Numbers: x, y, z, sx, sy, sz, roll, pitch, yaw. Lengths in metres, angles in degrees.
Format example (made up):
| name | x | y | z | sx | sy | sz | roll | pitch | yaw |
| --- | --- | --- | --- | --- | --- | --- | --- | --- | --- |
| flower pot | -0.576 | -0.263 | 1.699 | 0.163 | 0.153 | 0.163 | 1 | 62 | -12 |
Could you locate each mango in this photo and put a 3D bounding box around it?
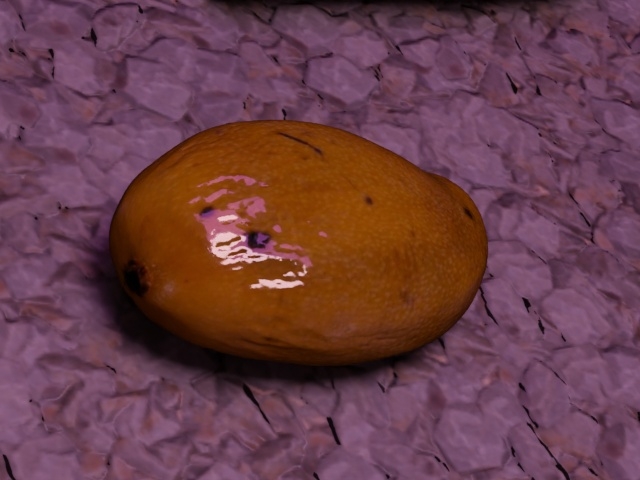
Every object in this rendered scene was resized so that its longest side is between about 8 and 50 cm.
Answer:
| name | x | y | z | sx | sy | sz | roll | pitch | yaw |
| --- | --- | --- | --- | --- | --- | --- | --- | --- | --- |
| mango | 0.001 | -0.004 | 1.018 | 0.262 | 0.109 | 0.157 | -8 | 50 | -34 |
